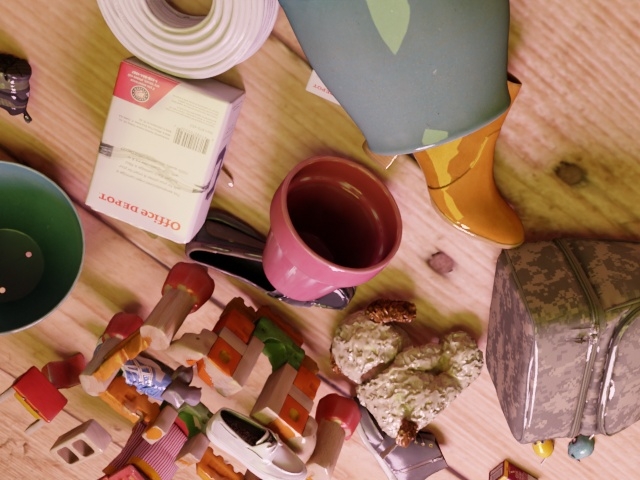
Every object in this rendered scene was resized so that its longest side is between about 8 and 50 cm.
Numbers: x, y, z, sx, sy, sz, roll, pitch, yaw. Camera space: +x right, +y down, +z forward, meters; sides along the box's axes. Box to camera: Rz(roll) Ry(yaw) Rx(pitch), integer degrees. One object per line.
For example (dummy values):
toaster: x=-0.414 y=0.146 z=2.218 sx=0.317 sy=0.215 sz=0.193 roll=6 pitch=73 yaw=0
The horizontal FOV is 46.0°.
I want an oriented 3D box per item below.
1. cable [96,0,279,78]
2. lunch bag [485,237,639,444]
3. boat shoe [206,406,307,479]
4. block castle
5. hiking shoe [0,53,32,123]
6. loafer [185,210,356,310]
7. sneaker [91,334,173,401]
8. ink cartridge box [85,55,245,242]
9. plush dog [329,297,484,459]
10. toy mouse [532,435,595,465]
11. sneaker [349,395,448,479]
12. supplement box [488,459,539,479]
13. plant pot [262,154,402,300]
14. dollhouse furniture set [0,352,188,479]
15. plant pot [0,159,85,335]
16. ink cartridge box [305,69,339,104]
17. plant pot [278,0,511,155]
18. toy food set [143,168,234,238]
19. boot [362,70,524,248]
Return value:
cable: x=-0.181 y=-0.349 z=1.027 sx=0.257 sy=0.089 sz=0.257 roll=41 pitch=124 yaw=-14
lunch bag: x=0.407 y=0.146 z=1.150 sx=0.256 sy=0.212 sz=0.305 roll=-7 pitch=125 yaw=-3
boat shoe: x=-0.097 y=0.332 z=1.229 sx=0.184 sy=0.066 sz=0.063 roll=35 pitch=130 yaw=6
block castle: x=-0.173 y=0.265 z=1.379 sx=0.453 sy=0.212 sz=0.303 roll=43 pitch=128 yaw=-13
hiking shoe: x=-0.574 y=-0.248 z=1.204 sx=0.227 sy=0.086 sz=0.114 roll=14 pitch=123 yaw=4
loafer: x=-0.088 y=0.056 z=1.276 sx=0.303 sy=0.095 sz=0.109 roll=25 pitch=128 yaw=-4
sneaker: x=-0.369 y=0.276 z=1.513 sx=0.211 sy=0.081 sz=0.080 roll=35 pitch=124 yaw=-12
ink cartridge box: x=-0.237 y=-0.139 z=1.150 sx=0.172 sy=0.100 sz=0.237 roll=21 pitch=112 yaw=0
plush dog: x=0.112 y=0.222 z=1.301 sx=0.225 sy=0.211 sz=0.262 roll=49 pitch=125 yaw=8
toy mouse: x=0.457 y=0.364 z=1.385 sx=0.143 sy=0.031 sz=0.161 roll=-13 pitch=119 yaw=23
sneaker: x=0.149 y=0.373 z=1.458 sx=0.118 sy=0.083 sz=0.222 roll=-31 pitch=103 yaw=7
supplement box: x=0.378 y=0.477 z=1.476 sx=0.083 sy=0.043 sz=0.055 roll=32 pitch=125 yaw=-7
plant pot: x=0.000 y=0.000 z=1.169 sx=0.201 sy=0.201 sz=0.180 roll=31 pitch=142 yaw=-7
dollhouse furniture set: x=-0.432 y=0.366 z=1.529 sx=0.152 sy=0.201 sz=0.374 roll=-30 pitch=105 yaw=30
plant pot: x=-0.557 y=0.028 z=1.301 sx=0.290 sy=0.290 sz=0.195 roll=32 pitch=161 yaw=-8
ink cartridge box: x=0.043 y=-0.252 z=1.058 sx=0.089 sy=0.052 sz=0.122 roll=24 pitch=128 yaw=-2
plant pot: x=0.103 y=-0.250 z=0.888 sx=0.272 sy=0.271 sz=0.255 roll=-14 pitch=111 yaw=23
toy food set: x=-0.246 y=-0.094 z=1.259 sx=0.192 sy=0.038 sz=0.132 roll=-31 pitch=117 yaw=18
boot: x=0.221 y=-0.134 z=1.061 sx=0.295 sy=0.104 sz=0.211 roll=34 pitch=126 yaw=-4
